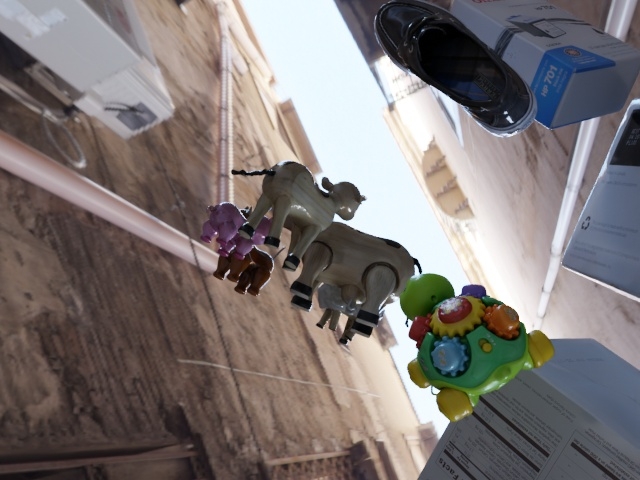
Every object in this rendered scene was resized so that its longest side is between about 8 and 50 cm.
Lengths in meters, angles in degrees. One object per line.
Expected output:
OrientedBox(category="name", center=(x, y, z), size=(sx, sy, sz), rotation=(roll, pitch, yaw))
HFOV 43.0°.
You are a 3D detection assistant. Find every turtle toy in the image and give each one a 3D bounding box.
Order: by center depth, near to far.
OrientedBox(category="turtle toy", center=(0.102, 0.067, 0.601), size=(0.095, 0.130, 0.066), rotation=(-32, -63, -8))

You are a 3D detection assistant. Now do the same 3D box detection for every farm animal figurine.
OrientedBox(category="farm animal figurine", center=(0.000, 0.000, 1.135), size=(0.327, 0.330, 0.172), rotation=(29, -108, -10))

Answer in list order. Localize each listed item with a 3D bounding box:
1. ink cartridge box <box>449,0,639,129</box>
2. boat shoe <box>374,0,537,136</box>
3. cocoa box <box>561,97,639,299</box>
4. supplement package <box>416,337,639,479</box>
OrientedBox(category="ink cartridge box", center=(0.257, -0.219, 0.962), size=(0.139, 0.082, 0.191), rotation=(-17, -132, -35))
OrientedBox(category="boat shoe", center=(0.121, -0.187, 0.814), size=(0.080, 0.076, 0.228), rotation=(-44, -125, 11))
OrientedBox(category="cocoa box", center=(0.453, -0.009, 0.831), size=(0.228, 0.347, 0.231), rotation=(22, -86, -9))
OrientedBox(category="supplement package", center=(0.221, 0.251, 0.744), size=(0.198, 0.199, 0.263), rotation=(39, -68, 39))
